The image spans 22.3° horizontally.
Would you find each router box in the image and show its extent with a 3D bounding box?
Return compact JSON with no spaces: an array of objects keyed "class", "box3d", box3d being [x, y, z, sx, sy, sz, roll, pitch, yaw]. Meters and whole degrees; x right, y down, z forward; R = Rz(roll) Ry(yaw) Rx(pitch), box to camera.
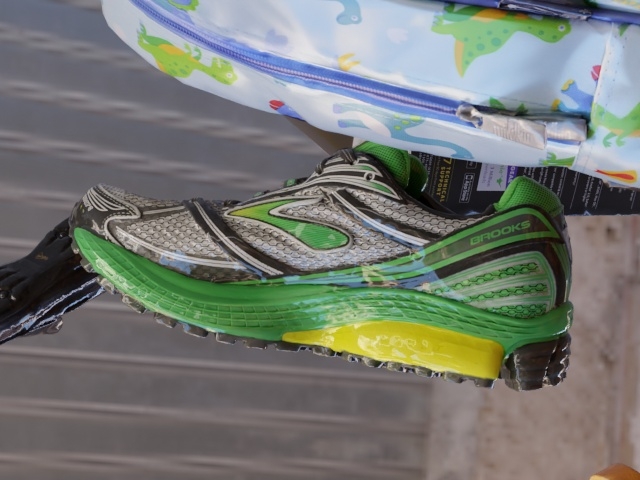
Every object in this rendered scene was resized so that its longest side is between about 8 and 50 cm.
[{"class":"router box","box3d":[0.115,-0.109,1.349,0.243,0.081,0.309,-1,-157,-24]}]

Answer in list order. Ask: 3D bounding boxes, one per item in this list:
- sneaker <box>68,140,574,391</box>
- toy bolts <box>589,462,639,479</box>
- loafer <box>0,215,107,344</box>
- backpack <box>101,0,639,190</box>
[{"class":"sneaker","box3d":[0.000,0.000,1.062,0.344,0.146,0.134,8,-178,15]},{"class":"toy bolts","box3d":[0.314,0.344,1.533,0.228,0.158,0.218,55,164,-24]},{"class":"loafer","box3d":[-0.246,0.053,1.387,0.076,0.078,0.223,23,-134,39]},{"class":"backpack","box3d":[0.057,-0.176,0.772,0.356,0.290,0.273,5,152,17]}]
